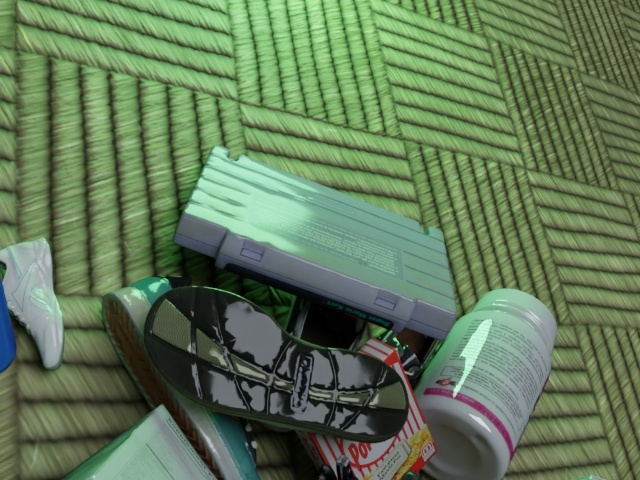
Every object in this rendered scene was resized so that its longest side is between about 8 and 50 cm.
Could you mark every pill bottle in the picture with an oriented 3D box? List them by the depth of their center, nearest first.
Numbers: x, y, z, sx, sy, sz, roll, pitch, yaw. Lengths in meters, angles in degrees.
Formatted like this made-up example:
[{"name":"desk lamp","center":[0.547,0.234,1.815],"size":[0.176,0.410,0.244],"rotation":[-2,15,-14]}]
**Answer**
[{"name":"pill bottle","center":[0.238,0.203,1.125],"size":[0.160,0.160,0.283],"rotation":[48,46,-6]}]

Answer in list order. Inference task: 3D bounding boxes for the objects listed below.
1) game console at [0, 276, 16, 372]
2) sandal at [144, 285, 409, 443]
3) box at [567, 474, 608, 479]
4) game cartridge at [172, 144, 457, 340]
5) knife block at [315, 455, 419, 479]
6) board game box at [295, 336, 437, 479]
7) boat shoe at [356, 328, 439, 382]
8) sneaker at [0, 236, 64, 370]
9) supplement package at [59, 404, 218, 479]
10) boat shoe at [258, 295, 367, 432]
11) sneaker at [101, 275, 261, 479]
[{"name":"game console","center":[-0.476,0.036,0.732],"size":[0.250,0.173,0.293],"rotation":[42,40,24]},{"name":"sandal","center":[-0.051,0.150,0.841],"size":[0.303,0.086,0.120],"rotation":[25,63,-12]},{"name":"box","center":[0.394,0.405,1.084],"size":[0.322,0.232,0.058],"rotation":[24,54,-27]},{"name":"game cartridge","center":[0.000,0.000,1.012],"size":[0.355,0.068,0.230],"rotation":[21,32,-8]},{"name":"knife block","center":[0.085,0.353,0.863],"size":[0.276,0.242,0.088],"rotation":[39,49,-15]},{"name":"board game box","center":[0.057,0.238,0.950],"size":[0.147,0.045,0.193],"rotation":[-40,125,-24]},{"name":"boat shoe","center":[0.097,0.174,1.091],"size":[0.084,0.079,0.233],"rotation":[53,47,-3]},{"name":"sneaker","center":[-0.315,0.072,0.847],"size":[0.061,0.053,0.152],"rotation":[-10,69,-25]},{"name":"supplement package","center":[-0.179,0.263,0.693],"size":[0.139,0.134,0.244],"rotation":[54,1,0]},{"name":"boat shoe","center":[0.020,0.106,1.037],"size":[0.121,0.119,0.335],"rotation":[37,48,-16]},{"name":"sneaker","center":[-0.129,0.171,0.892],"size":[0.121,0.108,0.302],"rotation":[-23,80,-39]}]
